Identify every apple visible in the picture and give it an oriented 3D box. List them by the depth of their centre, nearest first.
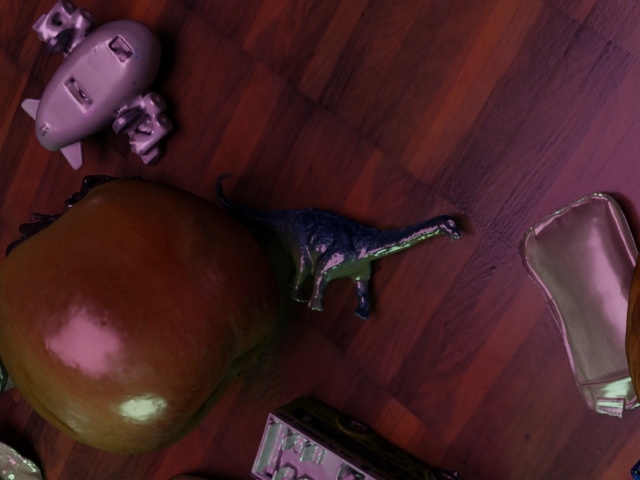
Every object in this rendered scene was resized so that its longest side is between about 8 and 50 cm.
[{"bbox_3d":[-0.230,0.082,1.127,0.305,0.338,0.338,41,116,8],"label":"apple"}]

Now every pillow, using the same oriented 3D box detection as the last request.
[{"bbox_3d":[0.303,0.071,0.988,0.131,0.038,0.232,-29,78,35],"label":"pillow"}]

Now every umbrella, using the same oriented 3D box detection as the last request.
[{"bbox_3d":[-0.370,-0.019,1.376,0.337,0.128,0.154,0,97,36],"label":"umbrella"}]

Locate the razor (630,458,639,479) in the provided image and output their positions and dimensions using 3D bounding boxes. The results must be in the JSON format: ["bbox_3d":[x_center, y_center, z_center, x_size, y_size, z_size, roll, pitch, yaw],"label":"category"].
[{"bbox_3d":[0.452,0.325,0.912,0.324,0.093,0.056,45,153,17],"label":"razor"}]

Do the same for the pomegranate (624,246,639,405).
[{"bbox_3d":[0.427,0.075,0.761,0.338,0.338,0.338,4,97,33],"label":"pomegranate"}]

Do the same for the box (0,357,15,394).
[{"bbox_3d":[-0.524,0.179,1.489,0.151,0.135,0.151,6,102,32],"label":"box"}]

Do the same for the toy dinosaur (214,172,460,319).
[{"bbox_3d":[0.001,0.012,1.164,0.363,0.076,0.147,13,92,32],"label":"toy dinosaur"}]

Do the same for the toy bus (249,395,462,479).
[{"bbox_3d":[0.052,0.306,1.117,0.302,0.139,0.113,25,106,31],"label":"toy bus"}]

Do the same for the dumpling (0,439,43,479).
[{"bbox_3d":[-0.562,0.419,1.538,0.193,0.147,0.258,-33,101,-3],"label":"dumpling"}]

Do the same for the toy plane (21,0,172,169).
[{"bbox_3d":[-0.323,-0.217,1.323,0.267,0.122,0.266,9,114,20],"label":"toy plane"}]

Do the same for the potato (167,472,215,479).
[{"bbox_3d":[-0.179,0.460,1.271,0.299,0.116,0.239,16,112,46],"label":"potato"}]
